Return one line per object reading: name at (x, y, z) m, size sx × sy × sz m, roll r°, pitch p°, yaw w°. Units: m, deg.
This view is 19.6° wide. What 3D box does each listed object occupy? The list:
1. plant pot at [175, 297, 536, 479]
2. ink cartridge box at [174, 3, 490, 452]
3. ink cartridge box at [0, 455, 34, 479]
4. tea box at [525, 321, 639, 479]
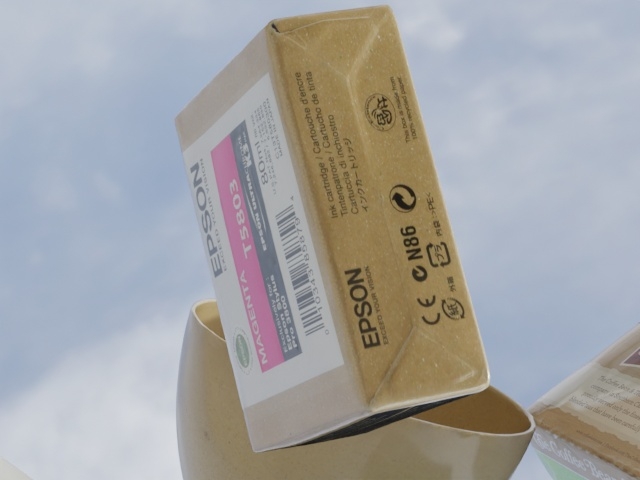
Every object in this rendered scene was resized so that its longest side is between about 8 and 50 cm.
plant pot at (0.005, 0.184, 1.453) m, size 0.284 × 0.284 × 0.190 m, roll 25°, pitch -80°, yaw 43°
ink cartridge box at (0.000, 0.000, 1.125) m, size 0.088 × 0.234 × 0.193 m, roll -11°, pitch 170°, yaw -25°
ink cartridge box at (-0.140, 0.119, 0.556) m, size 0.212 × 0.154 × 0.093 m, roll 24°, pitch -82°, yaw 39°
tea box at (0.381, 0.239, 1.524) m, size 0.220 × 0.323 × 0.329 m, roll -35°, pitch -164°, yaw -12°
